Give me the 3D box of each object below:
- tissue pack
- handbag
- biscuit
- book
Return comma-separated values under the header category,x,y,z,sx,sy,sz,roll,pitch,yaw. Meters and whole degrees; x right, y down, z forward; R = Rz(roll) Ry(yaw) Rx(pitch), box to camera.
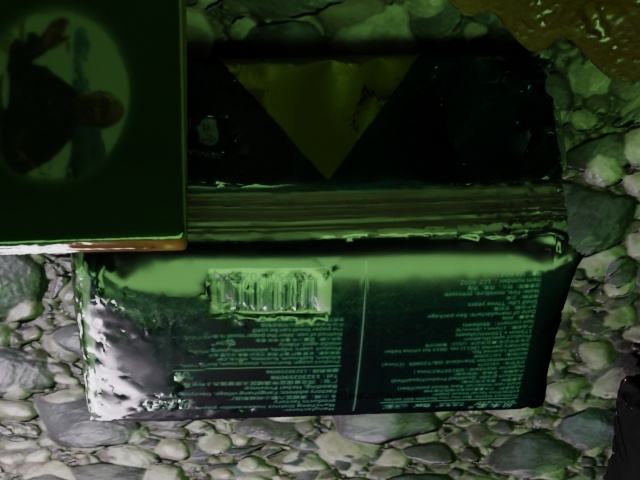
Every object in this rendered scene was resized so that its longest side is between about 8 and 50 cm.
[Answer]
category,x,y,z,sx,sy,sz,roll,pitch,yaw
tissue pack,0.000,0.000,1.729,0.416,0.253,0.264,-1,141,-2
handbag,0.391,0.212,2.076,0.169,0.155,0.215,-12,139,-10
biscuit,0.206,-0.246,1.612,0.301,0.043,0.278,8,139,-12
book,-0.291,-0.112,1.589,0.371,0.260,0.043,-1,161,-1
